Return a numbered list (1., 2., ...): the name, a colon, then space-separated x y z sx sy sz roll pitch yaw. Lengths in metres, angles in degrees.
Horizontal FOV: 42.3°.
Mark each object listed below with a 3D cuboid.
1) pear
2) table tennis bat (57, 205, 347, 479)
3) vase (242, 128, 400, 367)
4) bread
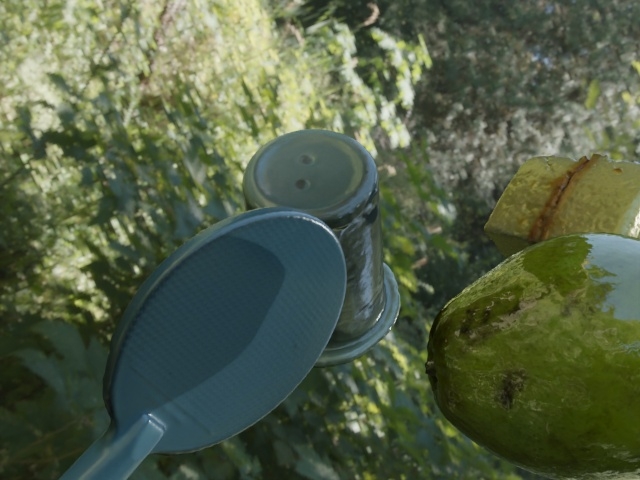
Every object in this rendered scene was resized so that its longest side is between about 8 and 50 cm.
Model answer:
1. pear: 0.218 0.095 0.675 0.212 0.269 0.212 173 -90 -85
2. table tennis bat: -0.101 0.109 0.688 0.044 0.329 0.215 34 -15 40
3. vase: 0.000 0.000 1.172 0.291 0.245 0.245 88 -15 -48
4. bread: 0.394 -0.029 1.240 0.240 0.178 0.135 17 -21 49
